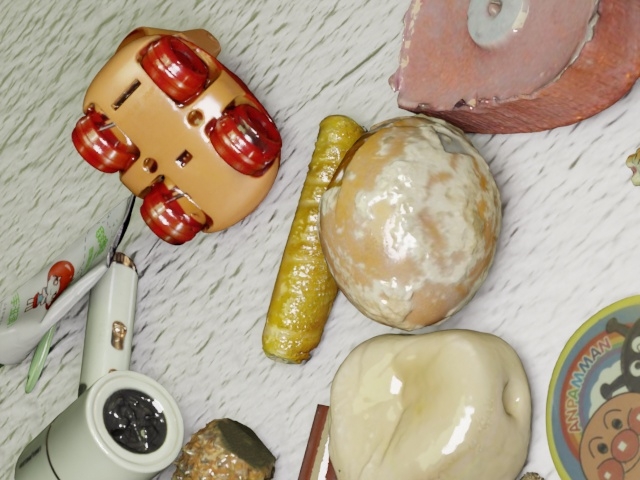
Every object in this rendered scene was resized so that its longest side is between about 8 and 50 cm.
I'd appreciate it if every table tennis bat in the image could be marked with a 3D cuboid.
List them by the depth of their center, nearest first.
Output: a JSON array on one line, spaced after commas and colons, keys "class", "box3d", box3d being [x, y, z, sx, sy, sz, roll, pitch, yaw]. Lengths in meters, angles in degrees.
[{"class": "table tennis bat", "box3d": [0.351, 0.172, 1.404, 0.369, 0.054, 0.224, 18, 87, 46]}]

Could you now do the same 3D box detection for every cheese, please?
[{"class": "cheese", "box3d": [0.099, 0.181, 1.566, 0.235, 0.117, 0.218, -52, 48, 7]}]

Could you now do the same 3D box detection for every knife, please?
[{"class": "knife", "box3d": [-0.352, 0.102, 2.034, 0.030, 0.014, 0.207, 13, 81, 47]}]

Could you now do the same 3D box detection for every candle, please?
[{"class": "candle", "box3d": [0.205, -0.222, 1.626, 0.287, 0.131, 0.317, -49, 40, 23]}]

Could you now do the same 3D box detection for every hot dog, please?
[{"class": "hot dog", "box3d": [0.000, 0.000, 1.743, 0.068, 0.083, 0.289, 13, 82, 22]}]

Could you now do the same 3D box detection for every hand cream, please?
[{"class": "hand cream", "box3d": [-0.333, 0.063, 1.945, 0.336, 0.076, 0.121, -39, 30, 37]}]

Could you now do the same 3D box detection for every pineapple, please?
[{"class": "pineapple", "box3d": [-0.137, 0.287, 1.734, 0.197, 0.108, 0.108, -49, 50, 22]}]

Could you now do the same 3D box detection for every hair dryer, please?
[{"class": "hair dryer", "box3d": [-0.257, 0.151, 1.865, 0.203, 0.128, 0.362, -41, 37, 43]}]

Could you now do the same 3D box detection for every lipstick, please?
[{"class": "lipstick", "box3d": [-0.022, 0.351, 1.642, 0.057, 0.057, 0.356, 8, 79, 41]}]

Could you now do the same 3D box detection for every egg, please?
[{"class": "egg", "box3d": [0.090, -0.018, 1.595, 0.195, 0.195, 0.233, -6, 58, 38]}]

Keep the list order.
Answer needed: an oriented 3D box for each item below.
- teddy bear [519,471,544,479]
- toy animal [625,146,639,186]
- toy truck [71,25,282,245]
[{"class": "teddy bear", "box3d": [0.208, 0.291, 1.460, 0.119, 0.078, 0.160, -49, 49, 10]}, {"class": "toy animal", "box3d": [0.378, -0.030, 1.452, 0.241, 0.057, 0.099, 18, 86, 43]}, {"class": "toy truck", "box3d": [-0.158, -0.145, 1.874, 0.265, 0.239, 0.189, 46, 110, -3]}]
